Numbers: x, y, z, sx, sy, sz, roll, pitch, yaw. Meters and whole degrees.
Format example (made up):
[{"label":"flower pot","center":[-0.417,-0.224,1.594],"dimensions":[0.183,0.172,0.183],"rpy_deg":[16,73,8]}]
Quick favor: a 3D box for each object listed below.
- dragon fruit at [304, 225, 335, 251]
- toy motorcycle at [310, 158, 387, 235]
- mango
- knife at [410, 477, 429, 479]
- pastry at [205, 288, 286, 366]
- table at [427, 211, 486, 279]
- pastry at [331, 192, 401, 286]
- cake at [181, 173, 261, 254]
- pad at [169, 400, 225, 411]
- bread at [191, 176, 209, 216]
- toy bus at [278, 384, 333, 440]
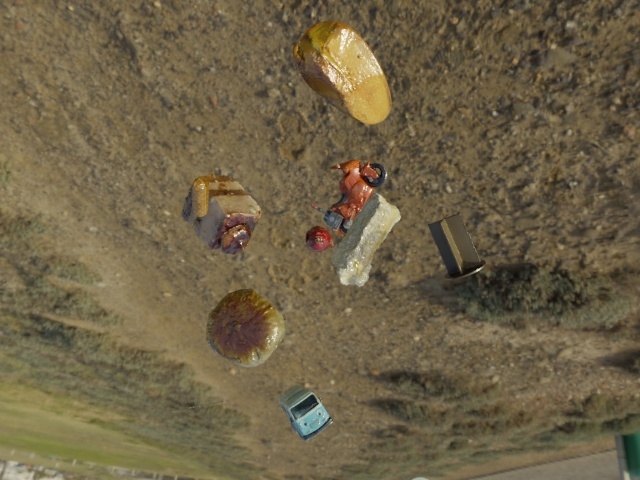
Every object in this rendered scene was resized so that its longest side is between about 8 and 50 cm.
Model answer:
[{"label":"dragon fruit","center":[0.000,0.000,1.714],"dimensions":[0.094,0.094,0.190],"rpy_deg":[-1,175,17]},{"label":"toy motorcycle","center":[0.108,-0.187,1.946],"dimensions":[0.221,0.325,0.148],"rpy_deg":[31,-163,11]},{"label":"mango","center":[0.082,-0.443,1.332],"dimensions":[0.201,0.199,0.350],"rpy_deg":[-13,152,34]},{"label":"knife","center":[0.313,0.874,1.699],"dimensions":[0.035,0.063,0.260],"rpy_deg":[-32,164,33]},{"label":"pastry","center":[-0.192,0.221,1.231],"dimensions":[0.192,0.182,0.093],"rpy_deg":[36,173,16]},{"label":"table","center":[0.517,0.016,1.890],"dimensions":[0.167,0.167,0.226],"rpy_deg":[-20,96,41]},{"label":"pastry","center":[0.121,0.001,1.317],"dimensions":[0.121,0.258,0.089],"rpy_deg":[21,-167,-32]},{"label":"cake","center":[-0.360,-0.089,1.842],"dimensions":[0.196,0.293,0.198],"rpy_deg":[-4,134,-51]},{"label":"pad","center":[-0.377,0.514,1.522],"dimensions":[0.157,0.003,0.112],"rpy_deg":[3,160,-40]},{"label":"bread","center":[-0.348,-0.124,1.420],"dimensions":[0.044,0.052,0.157],"rpy_deg":[26,145,5]},{"label":"toy bus","center":[-0.067,0.637,1.843],"dimensions":[0.133,0.164,0.271],"rpy_deg":[-30,178,-17]}]
